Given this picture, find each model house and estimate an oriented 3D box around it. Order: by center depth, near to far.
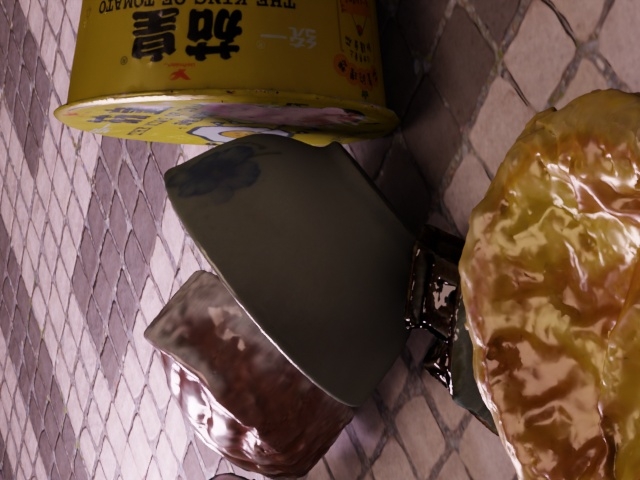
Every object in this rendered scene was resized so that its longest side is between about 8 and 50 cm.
[{"bbox_3d":[0.113,0.069,1.161,0.152,0.106,0.165,37,125,53],"label":"model house"}]

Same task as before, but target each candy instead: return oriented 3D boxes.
[{"bbox_3d":[-0.074,0.144,1.400,0.214,0.157,0.289,37,170,23],"label":"candy"}]

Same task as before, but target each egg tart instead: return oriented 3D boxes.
[{"bbox_3d":[0.225,0.065,0.909,0.341,0.132,0.341,28,122,58],"label":"egg tart"}]

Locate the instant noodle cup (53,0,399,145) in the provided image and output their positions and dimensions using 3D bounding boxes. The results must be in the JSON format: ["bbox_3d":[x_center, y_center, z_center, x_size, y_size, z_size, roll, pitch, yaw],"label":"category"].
[{"bbox_3d":[-0.085,-0.230,1.287,0.325,0.326,0.254,-7,81,64],"label":"instant noodle cup"}]

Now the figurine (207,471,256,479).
[{"bbox_3d":[-0.095,0.406,1.539,0.340,0.232,0.323,100,177,-65],"label":"figurine"}]

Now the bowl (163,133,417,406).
[{"bbox_3d":[0.000,0.000,1.274,0.146,0.289,0.289,-40,47,7],"label":"bowl"}]
